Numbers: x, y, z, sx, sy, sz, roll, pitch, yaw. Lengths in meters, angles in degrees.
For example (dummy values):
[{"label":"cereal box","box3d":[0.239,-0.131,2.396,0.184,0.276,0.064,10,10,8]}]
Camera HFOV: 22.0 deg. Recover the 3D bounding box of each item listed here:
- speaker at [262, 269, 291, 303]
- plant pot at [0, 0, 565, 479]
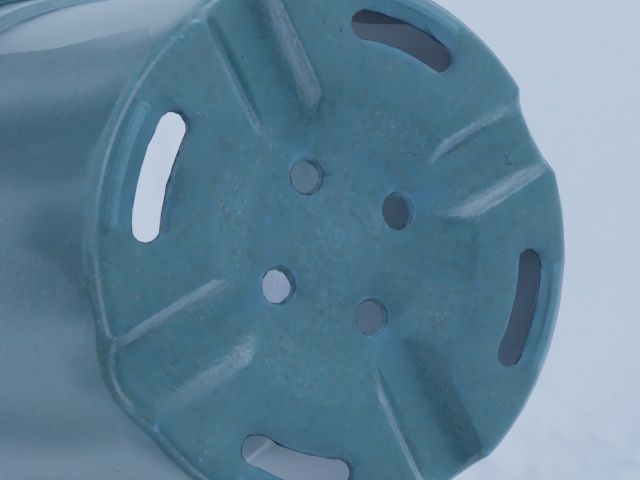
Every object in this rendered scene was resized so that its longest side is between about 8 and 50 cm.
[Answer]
[{"label":"speaker","box3d":[0.000,0.000,1.325,0.131,0.131,0.296,150,137,-69]},{"label":"plant pot","box3d":[-0.072,0.008,0.871,0.334,0.341,0.341,-3,106,60]}]
